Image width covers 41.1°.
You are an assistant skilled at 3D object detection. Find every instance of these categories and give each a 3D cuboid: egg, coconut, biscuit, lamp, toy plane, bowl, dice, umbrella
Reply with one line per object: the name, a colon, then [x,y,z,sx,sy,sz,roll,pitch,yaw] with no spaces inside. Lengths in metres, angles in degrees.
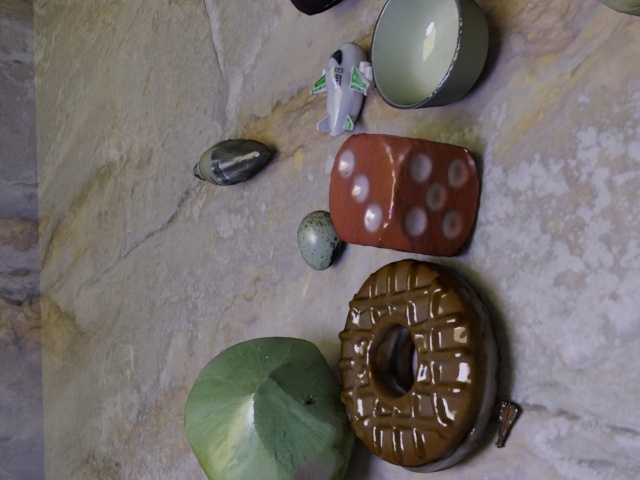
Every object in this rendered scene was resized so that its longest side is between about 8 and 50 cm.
egg: [0.000,0.000,1.559,0.085,0.085,0.110,-3,90,54]
coconut: [-0.080,0.318,1.439,0.328,0.281,0.329,3,-90,-82]
biscuit: [0.142,0.189,1.310,0.332,0.103,0.332,-13,74,54]
lamp: [-0.193,-0.169,1.845,0.250,0.101,0.101,-6,80,50]
toy plane: [0.040,-0.275,1.552,0.174,0.080,0.174,-17,69,52]
bowl: [0.182,-0.297,1.327,0.211,0.112,0.212,-14,73,52]
dice: [0.126,-0.069,1.320,0.174,0.174,0.179,12,98,54]
umbrella: [0.262,0.257,1.209,0.031,0.020,0.083,24,105,38]

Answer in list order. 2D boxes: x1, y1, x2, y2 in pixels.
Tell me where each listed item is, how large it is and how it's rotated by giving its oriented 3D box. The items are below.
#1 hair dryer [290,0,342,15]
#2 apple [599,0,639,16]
hair dryer: [0.036,-0.619,1.616,0.303,0.120,0.360,-44,42,31]
apple: [0.450,-0.376,0.826,0.311,0.319,0.361,-59,-12,-82]
